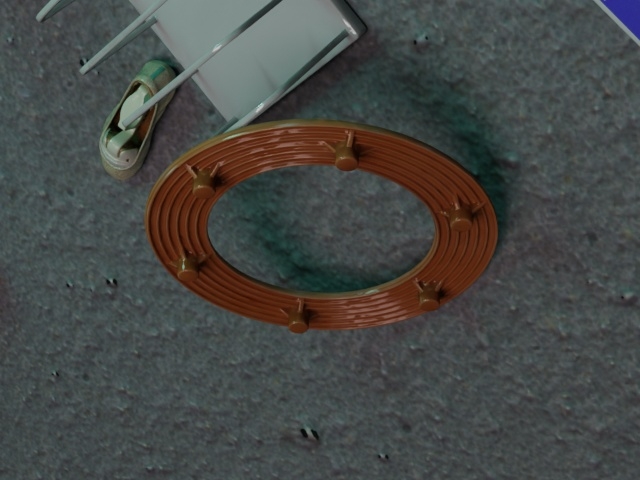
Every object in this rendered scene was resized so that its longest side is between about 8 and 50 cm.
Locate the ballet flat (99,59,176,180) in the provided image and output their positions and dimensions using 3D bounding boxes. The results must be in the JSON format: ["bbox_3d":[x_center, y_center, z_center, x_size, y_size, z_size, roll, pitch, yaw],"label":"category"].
[{"bbox_3d":[-0.199,-0.119,1.868,0.057,0.052,0.168,35,130,7],"label":"ballet flat"}]

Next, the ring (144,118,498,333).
[{"bbox_3d":[0.000,0.000,1.722,0.337,0.032,0.336,1,144,1],"label":"ring"}]

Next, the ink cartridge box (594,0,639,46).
[{"bbox_3d":[0.288,-0.273,1.489,0.208,0.045,0.206,44,131,-1],"label":"ink cartridge box"}]

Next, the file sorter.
[{"bbox_3d":[-0.140,-0.226,1.690,0.193,0.173,0.277,-34,97,39],"label":"file sorter"}]
